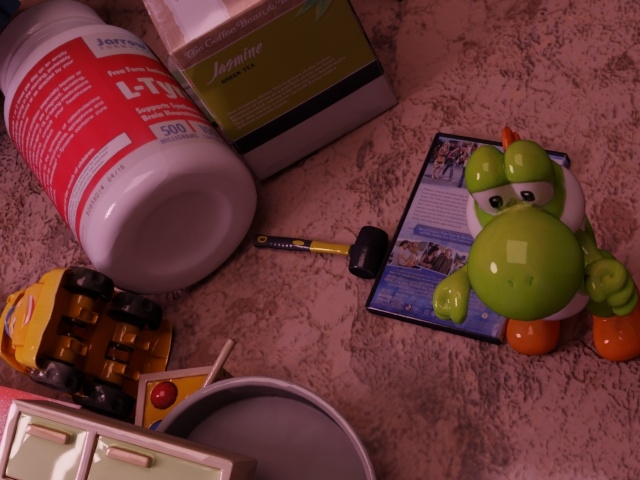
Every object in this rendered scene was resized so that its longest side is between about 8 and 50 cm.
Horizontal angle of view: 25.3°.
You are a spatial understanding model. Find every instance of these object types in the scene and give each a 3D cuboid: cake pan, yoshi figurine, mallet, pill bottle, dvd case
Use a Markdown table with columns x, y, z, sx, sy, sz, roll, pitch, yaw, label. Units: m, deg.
| x | y | z | sx | sy | sz | roll | pitch | yaw | label |
| --- | --- | --- | --- | --- | --- | --- | --- | --- | --- |
| -0.069 | 0.299 | 1.595 | 0.293 | 0.054 | 0.293 | -2 | 82 | 17 | cake pan |
| 0.225 | 0.041 | 1.460 | 0.203 | 0.362 | 0.203 | -41 | 55 | -1 | yoshi figurine |
| 0.000 | 0.000 | 1.792 | 0.190 | 0.039 | 0.062 | 14 | 70 | 35 | mallet |
| -0.274 | -0.137 | 1.874 | 0.229 | 0.229 | 0.407 | -40 | 55 | 0 | pill bottle |
| 0.177 | -0.008 | 1.719 | 0.180 | 0.022 | 0.253 | 12 | 70 | 31 | dvd case |

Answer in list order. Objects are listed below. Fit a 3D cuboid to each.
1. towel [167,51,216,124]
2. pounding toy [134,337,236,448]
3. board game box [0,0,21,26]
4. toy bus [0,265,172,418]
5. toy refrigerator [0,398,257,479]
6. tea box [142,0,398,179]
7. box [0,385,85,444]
| x | y | z | sx | sy | sz | roll | pitch | yaw | label |
| --- | --- | --- | --- | --- | --- | --- | --- | --- | --- |
| -0.159 | -0.221 | 1.998 | 0.113 | 0.023 | 0.152 | -18 | 59 | 18 | towel |
| -0.150 | 0.202 | 1.709 | 0.141 | 0.100 | 0.130 | -9 | 60 | 21 | pounding toy |
| -0.481 | -0.284 | 1.977 | 0.390 | 0.050 | 0.390 | -30 | 25 | 52 | board game box |
| -0.327 | 0.118 | 1.773 | 0.211 | 0.220 | 0.149 | 7 | 71 | 34 | toy bus |
| -0.217 | 0.255 | 1.565 | 0.269 | 0.094 | 0.102 | 14 | 87 | 17 | toy refrigerator |
| -0.097 | -0.315 | 1.814 | 0.220 | 0.323 | 0.329 | -29 | 58 | 2 | tea box |
| -0.442 | 0.250 | 1.731 | 0.300 | 0.142 | 0.154 | 14 | 67 | 4 | box |
